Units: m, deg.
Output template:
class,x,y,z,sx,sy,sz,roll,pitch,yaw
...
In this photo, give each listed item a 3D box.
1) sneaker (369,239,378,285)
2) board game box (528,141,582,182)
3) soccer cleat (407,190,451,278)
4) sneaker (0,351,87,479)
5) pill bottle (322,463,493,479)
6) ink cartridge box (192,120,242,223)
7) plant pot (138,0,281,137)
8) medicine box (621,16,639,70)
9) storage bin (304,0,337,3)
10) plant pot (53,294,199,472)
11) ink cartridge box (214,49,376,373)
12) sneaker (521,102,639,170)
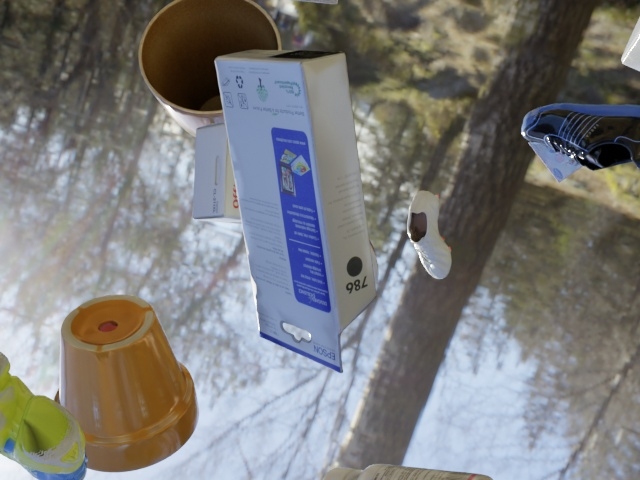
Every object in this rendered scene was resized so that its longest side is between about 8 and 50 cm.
class,x,y,z,sx,sy,sz,roll,pitch,yaw
sneaker,0.000,0.000,1.539,0.114,0.152,0.305,28,148,45
board game box,0.425,-0.162,1.625,0.090,0.090,0.020,54,-150,4
soccer cleat,0.193,-0.001,1.708,0.068,0.196,0.076,11,-138,33
sneaker,-0.356,0.208,1.066,0.240,0.091,0.126,30,148,29
pill bottle,0.144,0.458,1.553,0.283,0.160,0.160,-2,177,30
ink cartridge box,-0.084,-0.085,1.272,0.175,0.127,0.072,6,174,-44
plant pot,-0.182,-0.268,1.662,0.237,0.237,0.254,19,160,8
medicine box,0.642,-0.362,1.400,0.264,0.289,0.149,26,172,7
storage bin,-0.088,-0.466,1.247,0.261,0.262,0.123,7,-174,4
plant pot,-0.284,0.187,1.319,0.205,0.187,0.205,-2,-148,1
ink cartridge box,-0.024,-0.036,1.006,0.065,0.332,0.165,-19,-158,-34
sneaker,0.405,-0.157,1.451,0.232,0.090,0.081,4,155,47
